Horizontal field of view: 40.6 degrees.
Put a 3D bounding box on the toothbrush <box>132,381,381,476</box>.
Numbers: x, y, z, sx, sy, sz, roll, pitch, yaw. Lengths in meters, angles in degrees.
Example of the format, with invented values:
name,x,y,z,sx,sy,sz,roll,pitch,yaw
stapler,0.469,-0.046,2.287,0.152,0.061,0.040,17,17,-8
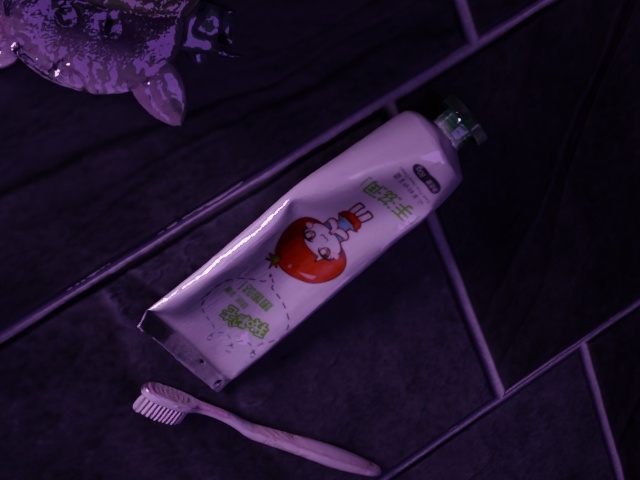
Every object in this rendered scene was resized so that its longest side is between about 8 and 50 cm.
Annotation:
name,x,y,z,sx,sy,sz,roll,pitch,yaw
toothbrush,-0.050,0.195,0.848,0.307,0.025,0.029,28,109,-35

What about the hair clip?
name,x,y,z,sx,sy,sz,roll,pitch,yaw
hair clip,-0.137,-0.164,0.592,0.187,0.056,0.146,10,104,-28

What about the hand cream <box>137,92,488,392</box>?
name,x,y,z,sx,sy,sz,roll,pitch,yaw
hand cream,0.000,0.000,0.753,0.336,0.076,0.121,-40,125,5
